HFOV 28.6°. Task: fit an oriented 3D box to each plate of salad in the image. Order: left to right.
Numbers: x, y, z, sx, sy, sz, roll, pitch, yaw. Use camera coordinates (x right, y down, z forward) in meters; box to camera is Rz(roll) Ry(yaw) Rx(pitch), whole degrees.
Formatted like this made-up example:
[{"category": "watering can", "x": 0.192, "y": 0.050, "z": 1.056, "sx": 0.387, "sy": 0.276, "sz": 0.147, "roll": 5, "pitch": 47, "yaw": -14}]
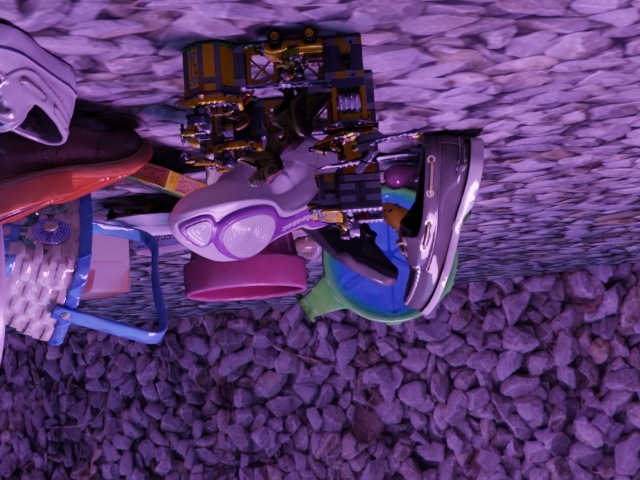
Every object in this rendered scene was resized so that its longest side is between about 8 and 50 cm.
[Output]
[{"category": "plate of salad", "x": -0.279, "y": -0.041, "z": 2.151, "sx": 0.200, "sy": 0.048, "sz": 0.200, "roll": -4, "pitch": 174, "yaw": 0}]

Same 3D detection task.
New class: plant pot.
[{"category": "plant pot", "x": -0.125, "y": -0.002, "z": 2.038, "sx": 0.201, "sy": 0.180, "sz": 0.201, "roll": -4, "pitch": 171, "yaw": -1}]

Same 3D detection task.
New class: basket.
[{"category": "basket", "x": -0.382, "y": 0.045, "z": 1.950, "sx": 0.289, "sy": 0.255, "sz": 0.201, "roll": 17, "pitch": 121, "yaw": -26}]

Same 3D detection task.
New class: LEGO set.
[{"category": "LEGO set", "x": -0.032, "y": -0.097, "z": 1.408, "sx": 0.255, "sy": 0.192, "sz": 0.331, "roll": -3, "pitch": 171, "yaw": -5}]

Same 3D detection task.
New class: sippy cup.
[{"category": "sippy cup", "x": 0.111, "y": 0.028, "z": 2.216, "sx": 0.305, "sy": 0.240, "sz": 0.224, "roll": 2, "pitch": 177, "yaw": -4}]

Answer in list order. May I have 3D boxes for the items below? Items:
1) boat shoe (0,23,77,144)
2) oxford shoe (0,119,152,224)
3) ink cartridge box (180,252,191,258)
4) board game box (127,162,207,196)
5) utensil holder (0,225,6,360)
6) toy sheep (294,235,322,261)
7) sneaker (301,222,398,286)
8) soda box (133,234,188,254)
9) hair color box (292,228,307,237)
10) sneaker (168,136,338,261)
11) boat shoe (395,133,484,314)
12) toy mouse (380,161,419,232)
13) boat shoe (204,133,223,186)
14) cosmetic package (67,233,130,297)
[{"category": "boat shoe", "x": -0.325, "y": -0.152, "z": 1.254, "sx": 0.096, "sy": 0.088, "sz": 0.267, "roll": -5, "pitch": 172, "yaw": 11}, {"category": "oxford shoe", "x": -0.310, "y": -0.114, "z": 1.478, "sx": 0.130, "sy": 0.133, "sz": 0.363, "roll": -22, "pitch": -176, "yaw": 19}, {"category": "ink cartridge box", "x": -0.169, "y": 0.001, "z": 2.416, "sx": 0.115, "sy": 0.067, "sz": 0.198, "roll": -10, "pitch": 171, "yaw": 35}, {"category": "board game box", "x": -0.224, "y": -0.085, "z": 1.802, "sx": 0.124, "sy": 0.039, "sz": 0.259, "roll": 17, "pitch": -179, "yaw": 21}, {"category": "utensil holder", "x": -0.632, "y": 0.044, "z": 1.653, "sx": 0.385, "sy": 0.328, "sz": 0.327, "roll": -3, "pitch": 172, "yaw": -22}, {"category": "toy sheep", "x": 0.000, "y": 0.000, "z": 2.446, "sx": 0.132, "sy": 0.091, "sz": 0.091, "roll": -15, "pitch": 180, "yaw": -39}, {"category": "sneaker", "x": 0.050, "y": -0.035, "z": 1.914, "sx": 0.130, "sy": 0.227, "sz": 0.087, "roll": -51, "pitch": 160, "yaw": 11}, {"category": "soda box", "x": -0.256, "y": -0.014, "z": 2.307, "sx": 0.183, "sy": 0.058, "sz": 0.063, "roll": -8, "pitch": 170, "yaw": 30}, {"category": "hair color box", "x": -0.030, "y": -0.034, "z": 2.324, "sx": 0.141, "sy": 0.043, "sz": 0.072, "roll": -9, "pitch": 170, "yaw": 24}, {"category": "sneaker", "x": -0.088, "y": -0.066, "z": 1.634, "sx": 0.305, "sy": 0.152, "sz": 0.114, "roll": -17, "pitch": 146, "yaw": -43}, {"category": "boat shoe", "x": 0.161, "y": -0.024, "z": 1.854, "sx": 0.091, "sy": 0.305, "sz": 0.109, "roll": 10, "pitch": -146, "yaw": -5}, {"category": "toy mouse", "x": 0.153, "y": -0.078, "z": 1.952, "sx": 0.143, "sy": 0.161, "sz": 0.031, "roll": -42, "pitch": 179, "yaw": -18}, {"category": "boat shoe", "x": -0.135, "y": -0.110, "z": 1.742, "sx": 0.048, "sy": 0.056, "sz": 0.153, "roll": 1, "pitch": 164, "yaw": -3}, {"category": "cosmetic package", "x": -0.517, "y": 0.042, "z": 2.319, "sx": 0.296, "sy": 0.129, "sz": 0.153, "roll": 2, "pitch": 171, "yaw": -33}]
